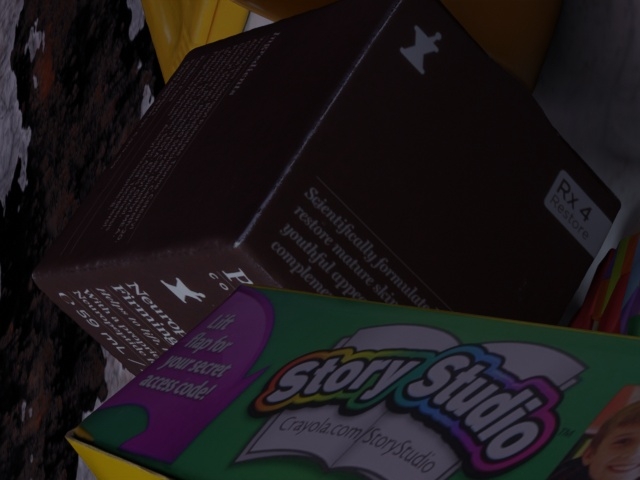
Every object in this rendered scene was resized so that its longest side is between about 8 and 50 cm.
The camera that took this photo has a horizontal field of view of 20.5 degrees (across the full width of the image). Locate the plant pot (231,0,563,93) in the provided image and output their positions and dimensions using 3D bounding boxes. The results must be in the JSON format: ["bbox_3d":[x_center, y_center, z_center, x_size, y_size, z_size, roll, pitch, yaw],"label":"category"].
[{"bbox_3d":[0.051,-0.200,0.953,0.205,0.205,0.188,19,87,68],"label":"plant pot"}]

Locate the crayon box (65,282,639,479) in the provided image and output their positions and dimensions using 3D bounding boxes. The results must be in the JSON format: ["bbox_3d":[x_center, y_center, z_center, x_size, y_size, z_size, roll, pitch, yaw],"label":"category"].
[{"bbox_3d":[0.104,0.171,0.550,0.313,0.106,0.363,55,158,-19],"label":"crayon box"}]

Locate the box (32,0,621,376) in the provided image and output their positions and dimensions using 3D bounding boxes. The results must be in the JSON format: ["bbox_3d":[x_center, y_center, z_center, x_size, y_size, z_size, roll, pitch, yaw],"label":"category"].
[{"bbox_3d":[0.000,0.000,0.880,0.203,0.168,0.167,-9,43,55],"label":"box"}]

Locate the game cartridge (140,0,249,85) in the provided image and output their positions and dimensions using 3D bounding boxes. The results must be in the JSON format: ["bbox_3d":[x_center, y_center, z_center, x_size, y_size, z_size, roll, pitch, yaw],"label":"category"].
[{"bbox_3d":[-0.097,-0.317,1.507,0.285,0.052,0.324,-111,34,-47],"label":"game cartridge"}]

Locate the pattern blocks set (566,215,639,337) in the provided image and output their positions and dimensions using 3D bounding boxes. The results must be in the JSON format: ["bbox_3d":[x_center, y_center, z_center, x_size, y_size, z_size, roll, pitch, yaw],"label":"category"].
[{"bbox_3d":[0.140,0.015,0.716,0.285,0.026,0.325,-69,0,-51],"label":"pattern blocks set"}]
